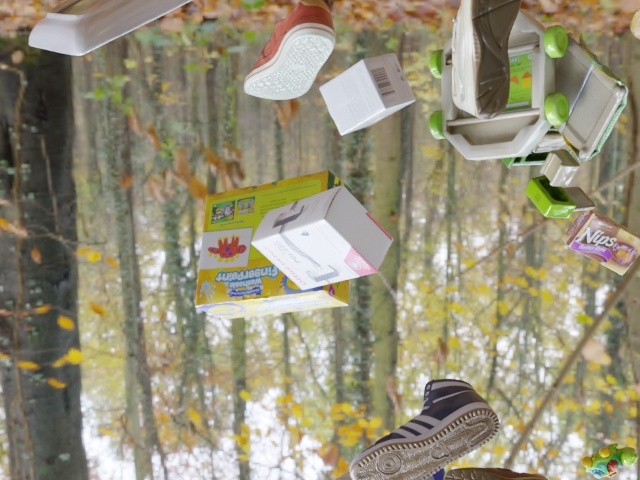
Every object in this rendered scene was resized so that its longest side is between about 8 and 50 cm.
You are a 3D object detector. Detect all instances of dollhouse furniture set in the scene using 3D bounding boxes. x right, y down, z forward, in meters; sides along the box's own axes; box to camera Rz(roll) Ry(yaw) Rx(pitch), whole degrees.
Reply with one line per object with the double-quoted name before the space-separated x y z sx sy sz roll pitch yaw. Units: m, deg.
"dollhouse furniture set" 0.488 -0.215 1.482 0.151 0.301 0.197 -6 -134 -24

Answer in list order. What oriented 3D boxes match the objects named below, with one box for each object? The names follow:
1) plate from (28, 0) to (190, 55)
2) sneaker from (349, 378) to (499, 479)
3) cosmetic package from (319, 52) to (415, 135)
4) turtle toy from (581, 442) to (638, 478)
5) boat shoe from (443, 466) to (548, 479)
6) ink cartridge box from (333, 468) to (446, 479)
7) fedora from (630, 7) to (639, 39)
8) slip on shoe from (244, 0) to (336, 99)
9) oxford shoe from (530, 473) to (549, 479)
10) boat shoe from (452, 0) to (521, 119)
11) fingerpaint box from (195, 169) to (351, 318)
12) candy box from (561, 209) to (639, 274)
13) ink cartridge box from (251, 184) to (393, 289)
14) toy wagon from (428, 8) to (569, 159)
"plate" -0.295 -0.367 1.216 0.277 0.045 0.278 -35 -149 -21
"sneaker" 0.180 0.354 1.482 0.282 0.099 0.153 -25 -160 3
"cosmetic package" 0.129 -0.405 2.218 0.184 0.151 0.151 -23 -179 45
"turtle toy" 0.690 0.524 1.911 0.130 0.066 0.095 -39 154 25
"boat shoe" 0.294 0.410 1.334 0.178 0.064 0.060 4 180 8
"ink cartridge box" 0.098 0.576 1.644 0.270 0.151 0.396 -19 178 37
"fedora" 0.583 -0.393 1.276 0.195 0.079 0.194 -11 161 -4
"slip on shoe" -0.060 -0.361 1.562 0.123 0.101 0.331 8 162 -21
"oxford shoe" 0.474 0.660 1.790 0.147 0.140 0.397 13 -157 -4
"boat shoe" 0.264 -0.358 1.350 0.109 0.302 0.098 -18 -150 -25
"fingerpaint box" -0.136 0.023 2.391 0.445 0.370 0.163 -10 156 28
"candy box" 0.733 0.001 2.070 0.187 0.109 0.053 26 -159 -18
"ink cartridge box" 0.000 0.000 1.519 0.218 0.158 0.092 -15 -142 48
"toy wagon" 0.324 -0.324 1.474 0.267 0.344 0.068 0 179 44
